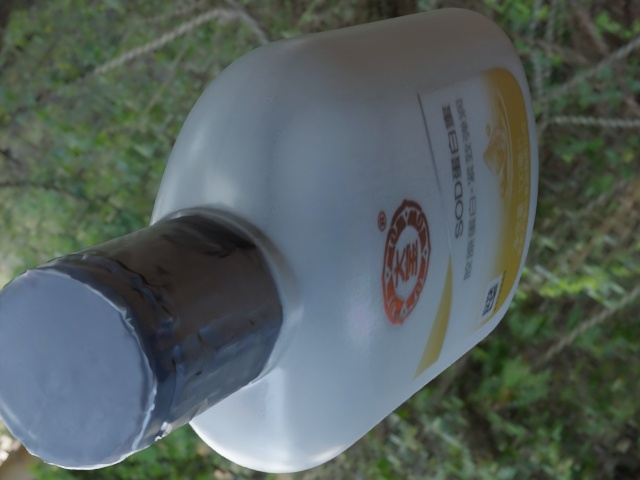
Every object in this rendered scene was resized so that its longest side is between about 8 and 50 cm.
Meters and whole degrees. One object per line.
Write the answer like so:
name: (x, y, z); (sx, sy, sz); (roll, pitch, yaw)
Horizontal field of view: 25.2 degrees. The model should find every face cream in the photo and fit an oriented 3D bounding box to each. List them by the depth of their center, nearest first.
face cream: (0.000, 0.000, 0.474); (0.071, 0.144, 0.291); (6, -167, 25)
